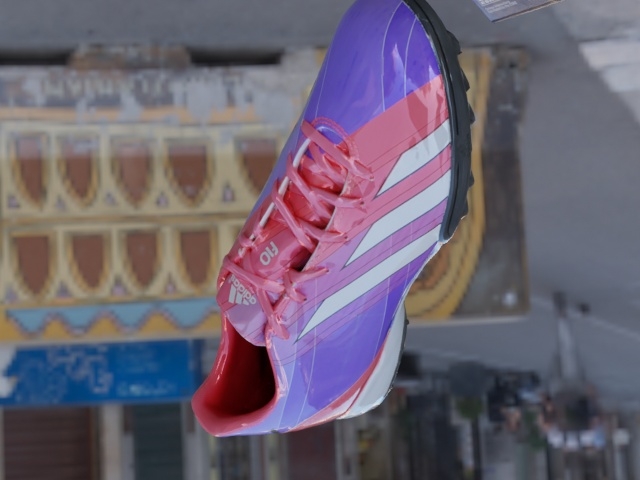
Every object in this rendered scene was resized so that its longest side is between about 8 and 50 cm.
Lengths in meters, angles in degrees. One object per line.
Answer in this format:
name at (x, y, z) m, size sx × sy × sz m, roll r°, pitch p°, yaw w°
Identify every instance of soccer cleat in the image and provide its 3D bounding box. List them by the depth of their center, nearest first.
soccer cleat at (0.000, 0.000, 0.827) m, size 0.116 × 0.109 × 0.318 m, roll -17°, pitch 141°, yaw -28°

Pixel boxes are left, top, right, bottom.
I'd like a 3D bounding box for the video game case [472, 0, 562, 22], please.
video game case at (0.105, -0.273, 1.014) m, size 0.274 × 0.026 × 0.196 m, roll 42°, pitch 153°, yaw -24°
